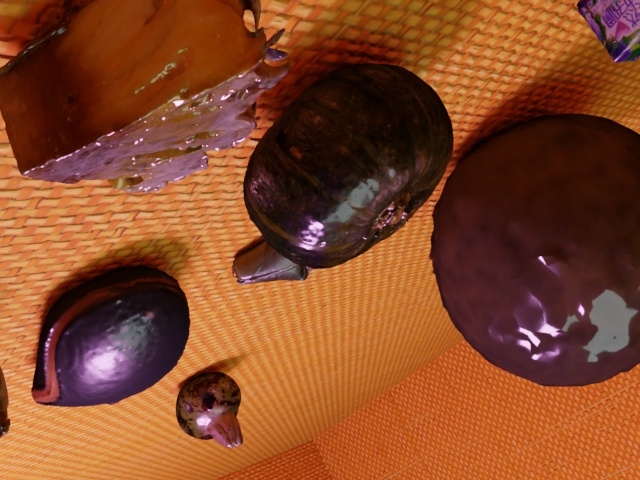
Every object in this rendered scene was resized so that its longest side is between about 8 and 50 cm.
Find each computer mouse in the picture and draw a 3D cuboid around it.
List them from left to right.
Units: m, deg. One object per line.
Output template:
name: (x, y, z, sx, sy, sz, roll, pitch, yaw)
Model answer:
computer mouse: (-0.265, 0.144, 0.995, 0.182, 0.116, 0.323, -12, 157, -29)

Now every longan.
longan: (0.337, 0.011, 1.130, 0.391, 0.391, 0.391, -26, 162, -9)

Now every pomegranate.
pomegranate: (-0.201, 0.331, 1.528, 0.138, 0.163, 0.125, -62, 165, 22)

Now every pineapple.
pineapple: (-0.124, -0.099, 0.548, 0.186, 0.115, 0.236, -15, 160, -38)

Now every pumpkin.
pumpkin: (0.025, -0.074, 0.768, 0.223, 0.157, 0.224, -44, 166, -14)

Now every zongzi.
zongzi: (-0.065, 0.007, 1.044, 0.103, 0.052, 0.113, -8, 131, -16)

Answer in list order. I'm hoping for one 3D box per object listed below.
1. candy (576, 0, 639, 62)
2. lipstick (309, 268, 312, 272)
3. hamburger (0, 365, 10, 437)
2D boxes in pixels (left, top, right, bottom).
candy: (0.378, -0.306, 0.761, 0.061, 0.088, 0.312, -10, 155, -34)
lipstick: (0.000, 0.000, 1.100, 0.145, 0.045, 0.045, -40, 161, 32)
hamburger: (-0.397, 0.187, 0.819, 0.159, 0.185, 0.131, -44, 158, -2)
